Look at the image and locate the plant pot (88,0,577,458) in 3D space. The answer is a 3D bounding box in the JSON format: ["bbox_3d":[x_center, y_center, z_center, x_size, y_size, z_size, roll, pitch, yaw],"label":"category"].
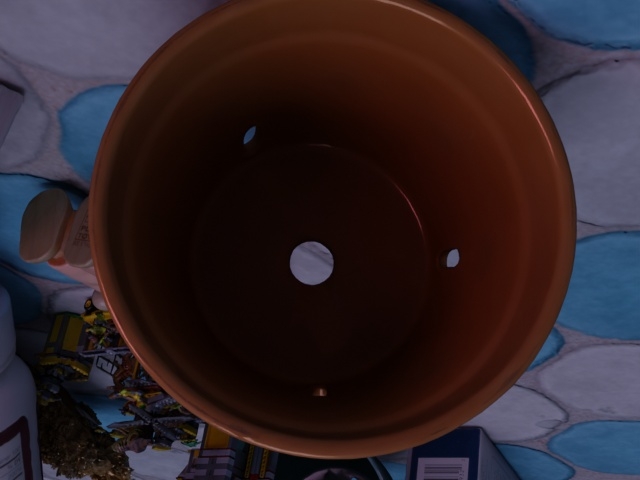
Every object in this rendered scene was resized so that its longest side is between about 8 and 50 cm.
[{"bbox_3d":[0.000,0.000,0.691,0.291,0.291,0.203,12,168,-4],"label":"plant pot"}]

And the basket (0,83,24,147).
[{"bbox_3d":[-0.326,-0.064,0.826,0.103,0.113,0.167,26,148,-19],"label":"basket"}]

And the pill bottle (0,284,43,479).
[{"bbox_3d":[-0.429,0.249,1.137,0.224,0.224,0.392,5,112,9],"label":"pill bottle"}]

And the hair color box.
[{"bbox_3d":[0.223,0.408,1.446,0.105,0.174,0.347,-5,148,25],"label":"hair color box"}]

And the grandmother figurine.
[{"bbox_3d":[-0.132,0.061,1.014,0.208,0.104,0.342,14,162,37],"label":"grandmother figurine"}]

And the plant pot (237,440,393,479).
[{"bbox_3d":[-0.013,0.401,1.413,0.293,0.293,0.235,0,165,18],"label":"plant pot"}]

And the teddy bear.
[{"bbox_3d":[-0.383,0.249,1.366,0.245,0.113,0.338,41,169,22],"label":"teddy bear"}]

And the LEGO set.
[{"bbox_3d":[-0.195,0.225,1.224,0.255,0.192,0.331,-4,148,25],"label":"LEGO set"}]
